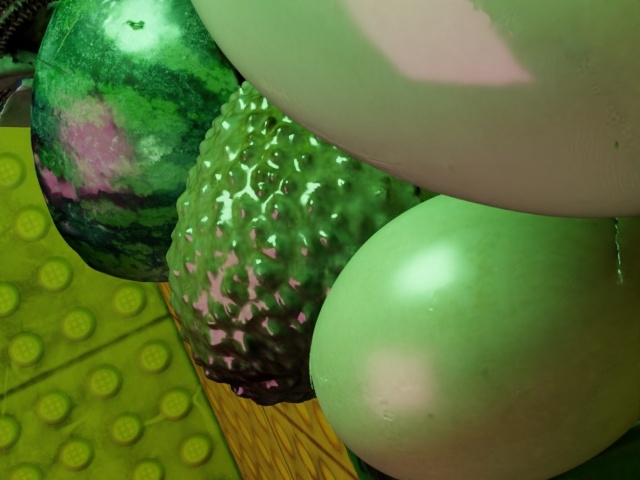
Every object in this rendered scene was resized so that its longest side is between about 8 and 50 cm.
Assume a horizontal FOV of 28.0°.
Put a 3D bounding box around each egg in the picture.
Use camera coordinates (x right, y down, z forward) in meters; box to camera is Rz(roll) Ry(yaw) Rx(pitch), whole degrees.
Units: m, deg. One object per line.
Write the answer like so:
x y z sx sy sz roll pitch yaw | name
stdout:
0.066 -0.138 0.580 0.371 0.230 0.230 43 155 43 | egg
0.107 0.059 0.796 0.186 0.253 0.186 39 -140 -42 | egg

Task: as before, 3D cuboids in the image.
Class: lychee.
0.000 0.000 0.995 0.255 0.255 0.274 126 124 -74 | lychee

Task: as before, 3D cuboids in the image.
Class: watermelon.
-0.134 -0.129 1.284 0.222 0.319 0.292 30 157 40 | watermelon

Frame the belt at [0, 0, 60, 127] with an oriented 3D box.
-0.271 -0.244 1.425 0.122 0.325 0.260 54 128 30 | belt

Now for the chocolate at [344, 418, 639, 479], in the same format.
0.180 0.269 1.009 0.341 0.161 0.360 67 166 -13 | chocolate
